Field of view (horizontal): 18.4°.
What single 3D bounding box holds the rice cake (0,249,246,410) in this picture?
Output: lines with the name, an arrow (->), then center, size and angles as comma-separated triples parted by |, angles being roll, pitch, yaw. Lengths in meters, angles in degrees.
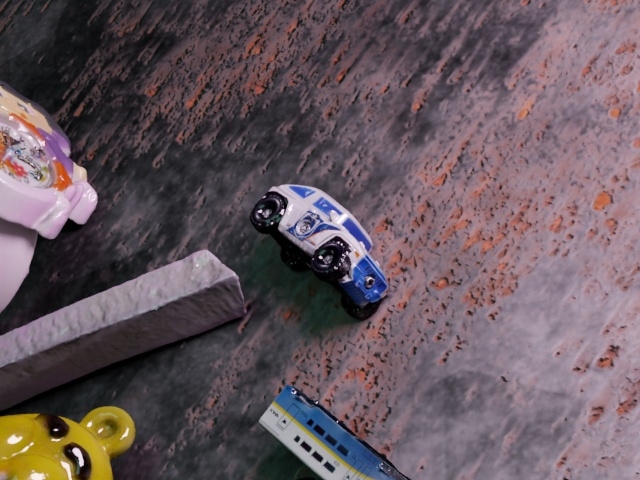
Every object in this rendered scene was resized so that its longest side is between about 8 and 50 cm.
rice cake -> -0.232, 0.096, 1.939 | 0.365, 0.073, 0.056 | -23, 45, 18

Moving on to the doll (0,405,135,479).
doll -> -0.393, 0.300, 1.806 | 0.348, 0.161, 0.423 | 13, 62, 24

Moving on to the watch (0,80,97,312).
watch -> -0.371, -0.031, 2.082 | 0.231, 0.196, 0.244 | -50, 41, 22

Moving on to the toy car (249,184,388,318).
toy car -> 0.000, 0.000, 1.852 | 0.070, 0.080, 0.170 | -46, 45, -6

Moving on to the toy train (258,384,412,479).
toy train -> 0.037, 0.204, 1.698 | 0.051, 0.052, 0.234 | -50, 46, -4

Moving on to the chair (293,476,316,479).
chair -> -0.031, 0.300, 1.660 | 0.106, 0.113, 0.229 | -27, 10, 14
